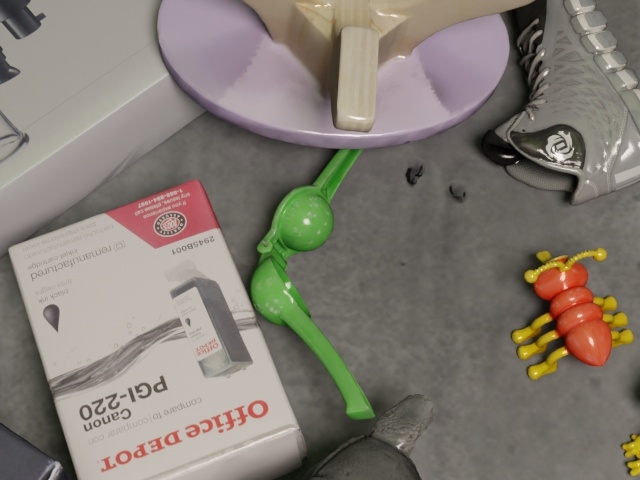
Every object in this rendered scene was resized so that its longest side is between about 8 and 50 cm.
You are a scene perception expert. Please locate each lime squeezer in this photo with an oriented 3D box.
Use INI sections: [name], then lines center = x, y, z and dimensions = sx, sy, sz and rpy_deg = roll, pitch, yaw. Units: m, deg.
[lime squeezer]
center = 0.000, 0.000, 0.937
dimensions = 0.110, 0.059, 0.310
rpy_deg = -24, 42, 36

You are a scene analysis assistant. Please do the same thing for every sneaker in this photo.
[sneaker]
center = 0.176, -0.127, 0.998
dimensions = 0.132, 0.086, 0.229
rpy_deg = -26, 66, -7

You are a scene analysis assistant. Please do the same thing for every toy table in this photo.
[toy table]
center = 0.017, -0.174, 0.906
dimensions = 0.274, 0.161, 0.252
rpy_deg = -6, 74, -8

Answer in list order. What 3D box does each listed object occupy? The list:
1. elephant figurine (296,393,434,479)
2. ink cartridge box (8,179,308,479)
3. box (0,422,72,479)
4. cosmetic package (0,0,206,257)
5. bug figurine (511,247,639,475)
[elephant figurine]
center = 0.042, 0.263, 0.794
dimensions = 0.239, 0.186, 0.169
rpy_deg = 52, 33, 12
[ink cartridge box]
center = -0.121, 0.086, 0.904
dimensions = 0.158, 0.092, 0.218
rpy_deg = -21, 67, -7
[box]
center = -0.305, 0.167, 0.751
dimensions = 0.343, 0.312, 0.179
rpy_deg = 29, 69, 15
[cosmetic package]
center = -0.242, -0.181, 1.041
dimensions = 0.377, 0.097, 0.284
rpy_deg = -38, 71, -15
[bug figurine]
center = 0.295, 0.060, 0.906
dimensions = 0.279, 0.072, 0.216
rpy_deg = -21, 65, -8
